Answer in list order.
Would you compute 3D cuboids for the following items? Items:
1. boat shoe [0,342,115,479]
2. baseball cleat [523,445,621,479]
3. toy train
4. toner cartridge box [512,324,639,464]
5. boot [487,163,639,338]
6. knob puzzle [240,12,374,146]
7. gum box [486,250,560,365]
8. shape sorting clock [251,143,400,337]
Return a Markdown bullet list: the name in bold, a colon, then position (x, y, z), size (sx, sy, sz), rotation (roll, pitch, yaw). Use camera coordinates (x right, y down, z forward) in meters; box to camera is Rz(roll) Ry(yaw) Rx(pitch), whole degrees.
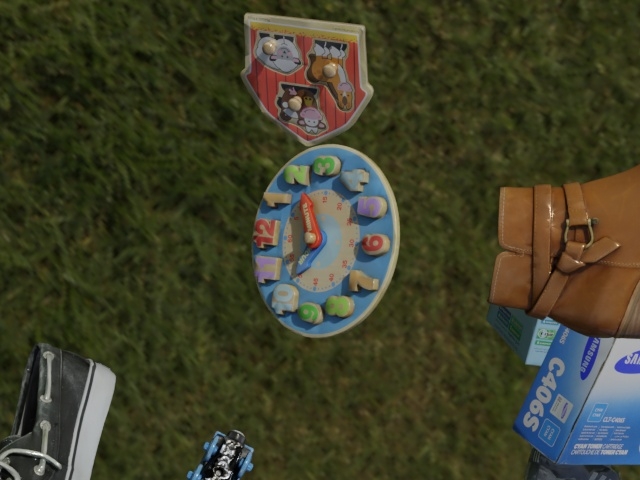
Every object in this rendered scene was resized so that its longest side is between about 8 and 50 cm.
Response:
- **boat shoe**: position (-0.289, 0.233, 1.340), size (0.105, 0.306, 0.113), rotation (30, 139, -23)
- **baseball cleat**: position (0.290, 0.289, 1.593), size (0.206, 0.072, 0.109), rotation (37, 71, -45)
- **toy train**: position (-0.159, 0.361, 1.931), size (0.184, 0.080, 0.105), rotation (-64, -179, -27)
- **toner cartridge box**: position (0.381, 0.163, 1.497), size (0.348, 0.075, 0.165), rotation (8, 110, -40)
- **boot**: position (0.206, -0.027, 0.974), size (0.073, 0.152, 0.197), rotation (2, 99, -80)
- **knob puzzle**: position (-0.022, -0.210, 1.840), size (0.030, 0.213, 0.213), rotation (-60, 155, -50)
- **gum box**: position (0.299, 0.061, 1.889), size (0.041, 0.157, 0.184), rotation (7, 108, -17)
- **shape sorting clock**: position (0.000, 0.000, 1.423), size (0.040, 0.206, 0.206), rotation (8, 113, -43)
